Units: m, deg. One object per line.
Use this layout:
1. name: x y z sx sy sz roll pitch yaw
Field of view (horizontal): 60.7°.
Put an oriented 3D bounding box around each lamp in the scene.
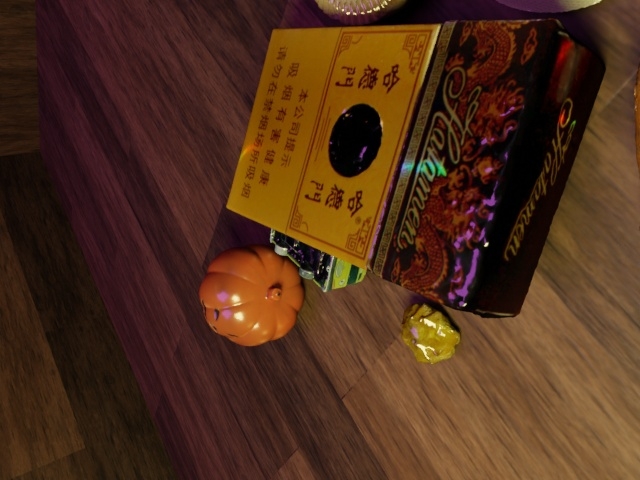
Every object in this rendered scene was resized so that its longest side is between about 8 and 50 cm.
1. lamp: -0.118 0.097 0.983 0.164 0.188 0.187 -10 94 55

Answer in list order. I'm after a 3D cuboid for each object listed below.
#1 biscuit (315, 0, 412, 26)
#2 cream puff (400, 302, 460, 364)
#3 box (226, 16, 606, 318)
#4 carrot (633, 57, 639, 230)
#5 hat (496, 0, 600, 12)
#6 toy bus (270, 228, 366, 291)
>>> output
1. biscuit: 0.054 -0.385 0.650 0.259 0.079 0.258 24 121 48
2. cream puff: 0.142 0.126 0.738 0.083 0.058 0.083 -7 95 53
3. box: 0.069 -0.105 0.631 0.416 0.116 0.264 25 100 47
4. carrot: 0.293 -0.081 0.453 0.060 0.060 0.185 12 112 52
5. hat: 0.182 -0.312 0.433 0.252 0.110 0.251 17 118 36
6. toy bus: 0.000 0.000 0.852 0.175 0.101 0.088 39 126 46
